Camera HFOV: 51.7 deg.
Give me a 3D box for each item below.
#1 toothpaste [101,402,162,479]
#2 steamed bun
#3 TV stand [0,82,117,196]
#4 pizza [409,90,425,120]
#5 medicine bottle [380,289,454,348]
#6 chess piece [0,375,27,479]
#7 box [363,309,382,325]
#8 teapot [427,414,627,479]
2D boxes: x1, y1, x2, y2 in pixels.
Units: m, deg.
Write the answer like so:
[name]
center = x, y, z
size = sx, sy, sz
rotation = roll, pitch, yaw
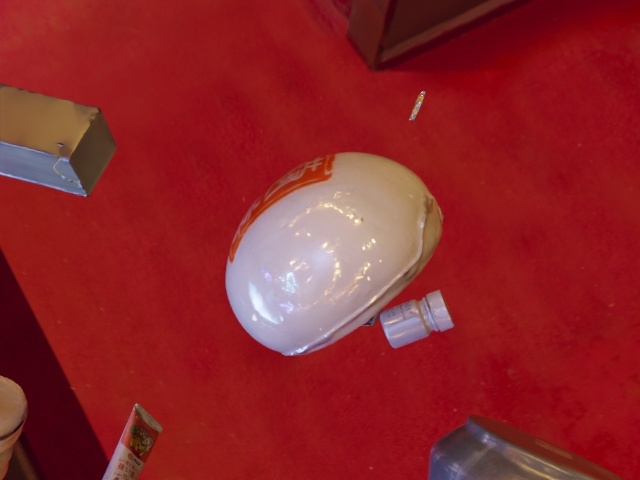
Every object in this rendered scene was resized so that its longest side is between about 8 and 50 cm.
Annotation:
[toothpaste]
center = -0.380, 0.438, 1.295
size = 0.057, 0.089, 0.234
rotation = -20, 31, 25
[steamed bun]
center = 0.000, 0.000, 1.071
size = 0.374, 0.374, 0.241
rotation = -44, 98, -15
[TV stand]
center = -0.401, -0.139, 0.821
size = 0.270, 0.082, 0.088
rotation = 14, 59, 7
[pizza]
center = 0.240, -0.334, 1.641
size = 0.016, 0.083, 0.037
rotation = 18, 33, -6
[medicine bottle]
center = 0.245, 0.201, 1.682
size = 0.168, 0.105, 0.105
rotation = -23, 74, 11
[chess piece]
center = -0.640, 0.385, 1.250
size = 0.143, 0.260, 0.142
rotation = 17, 38, -14
[box]
center = 0.067, 0.149, 1.720
size = 0.211, 0.270, 0.045
rotation = 1, 56, -7
[teapot]
center = 0.263, 0.460, 0.932
size = 0.306, 0.376, 0.361
rotation = 22, 87, 21
